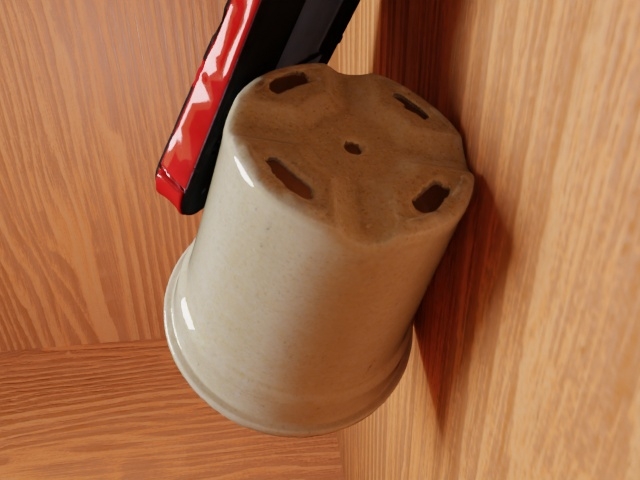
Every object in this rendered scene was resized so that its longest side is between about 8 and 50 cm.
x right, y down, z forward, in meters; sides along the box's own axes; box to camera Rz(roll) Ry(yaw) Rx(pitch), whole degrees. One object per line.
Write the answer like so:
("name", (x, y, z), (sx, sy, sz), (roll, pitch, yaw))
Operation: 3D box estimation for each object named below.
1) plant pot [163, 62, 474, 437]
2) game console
("plant pot", (0.000, 0.000, 0.519), (0.306, 0.333, 0.334), (111, 157, -50))
("game console", (-0.044, -0.223, 0.596), (0.342, 0.060, 0.387), (-51, 5, 35))
